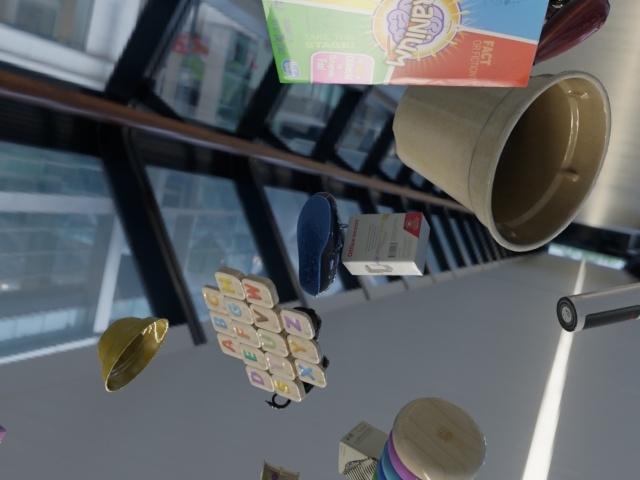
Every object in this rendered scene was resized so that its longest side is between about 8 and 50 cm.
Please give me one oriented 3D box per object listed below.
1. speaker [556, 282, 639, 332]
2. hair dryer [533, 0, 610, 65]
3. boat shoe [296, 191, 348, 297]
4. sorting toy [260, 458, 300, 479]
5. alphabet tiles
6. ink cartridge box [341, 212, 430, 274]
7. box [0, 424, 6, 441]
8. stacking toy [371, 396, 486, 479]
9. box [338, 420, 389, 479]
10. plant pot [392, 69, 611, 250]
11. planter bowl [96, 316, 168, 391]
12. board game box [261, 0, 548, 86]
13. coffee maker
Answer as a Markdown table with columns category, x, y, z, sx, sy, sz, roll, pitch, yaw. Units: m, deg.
| category | x | y | z | sx | sy | sz | roll | pitch | yaw |
| --- | --- | --- | --- | --- | --- | --- | --- | --- | --- |
| speaker | 0.425 | 0.099 | 1.176 | 0.136 | 0.055 | 0.055 | -8 | -169 | -16 |
| hair dryer | 0.467 | -0.447 | 1.586 | 0.224 | 0.293 | 0.080 | -9 | 131 | 36 |
| boat shoe | 0.000 | 0.000 | 1.764 | 0.109 | 0.258 | 0.089 | 34 | -139 | 29 |
| sorting toy | -0.093 | 0.495 | 1.603 | 0.083 | 0.075 | 0.045 | 25 | 141 | -15 |
| alphabet tiles | -0.112 | 0.180 | 1.490 | 0.278 | 0.284 | 0.021 | 13 | -141 | 38 |
| ink cartridge box | 0.149 | 0.008 | 1.798 | 0.175 | 0.127 | 0.072 | -1 | 152 | 25 |
| box | -0.876 | 0.408 | 1.760 | 0.243 | 0.117 | 0.213 | 33 | -178 | 20 |
| stacking toy | 0.134 | 0.390 | 1.235 | 0.141 | 0.330 | 0.141 | 11 | -137 | -10 |
| box | 0.176 | 0.537 | 1.825 | 0.275 | 0.113 | 0.094 | 22 | -145 | 34 |
| plant pot | 0.317 | -0.191 | 1.492 | 0.334 | 0.333 | 0.305 | 7 | -162 | -43 |
| planter bowl | -0.472 | 0.251 | 1.906 | 0.090 | 0.217 | 0.217 | 35 | -170 | 12 |
| board game box | 0.095 | -0.274 | 0.912 | 0.317 | 0.064 | 0.242 | 2 | 157 | 7 |
| coffee maker | -0.056 | 0.257 | 1.720 | 0.120 | 0.171 | 0.178 | 8 | 143 | 12 |
